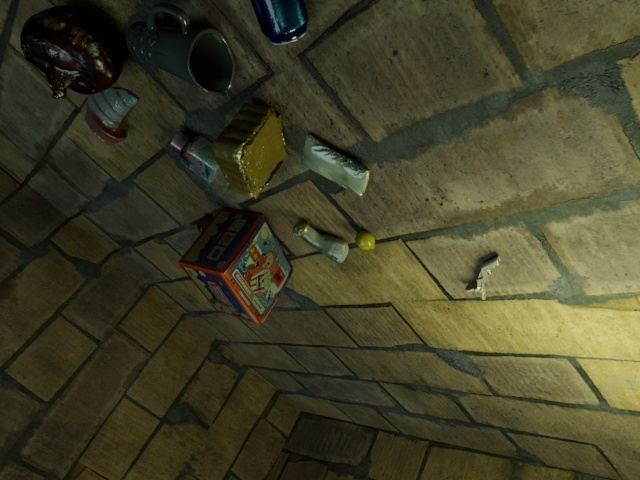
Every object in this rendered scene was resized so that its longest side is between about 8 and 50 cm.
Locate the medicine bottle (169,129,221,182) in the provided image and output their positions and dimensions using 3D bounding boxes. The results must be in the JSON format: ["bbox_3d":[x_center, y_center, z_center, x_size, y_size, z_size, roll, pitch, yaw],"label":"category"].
[{"bbox_3d":[-0.437,-0.308,1.727,0.188,0.094,0.119,35,151,-5],"label":"medicine bottle"}]

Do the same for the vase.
[{"bbox_3d":[-0.403,-0.536,1.335,0.301,0.156,0.251,24,152,25],"label":"vase"}]

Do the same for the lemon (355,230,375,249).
[{"bbox_3d":[0.155,0.001,1.668,0.083,0.062,0.062,41,148,-11],"label":"lemon"}]

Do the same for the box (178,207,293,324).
[{"bbox_3d":[-0.329,0.103,1.997,0.257,0.318,0.348,9,141,31],"label":"box"}]

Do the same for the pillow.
[{"bbox_3d":[0.043,-0.223,1.460,0.229,0.051,0.128,31,147,6],"label":"pillow"}]

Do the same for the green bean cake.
[{"bbox_3d":[-0.208,-0.270,1.455,0.131,0.224,0.229,19,150,21],"label":"green bean cake"}]

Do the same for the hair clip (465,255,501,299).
[{"bbox_3d":[0.512,0.110,1.530,0.072,0.034,0.226,22,147,19],"label":"hair clip"}]

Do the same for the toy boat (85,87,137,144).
[{"bbox_3d":[-0.771,-0.489,1.797,0.282,0.096,0.206,-24,104,44],"label":"toy boat"}]

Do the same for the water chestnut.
[{"bbox_3d":[-0.775,-0.565,1.495,0.300,0.300,0.300,23,148,15],"label":"water chestnut"}]

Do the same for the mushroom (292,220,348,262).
[{"bbox_3d":[-0.001,0.001,1.793,0.223,0.081,0.092,30,168,7],"label":"mushroom"}]

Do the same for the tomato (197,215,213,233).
[{"bbox_3d":[-0.505,-0.066,2.148,0.087,0.087,0.075,45,175,-20],"label":"tomato"}]

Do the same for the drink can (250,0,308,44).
[{"bbox_3d":[-0.101,-0.547,1.064,0.118,0.118,0.204,13,143,29],"label":"drink can"}]
